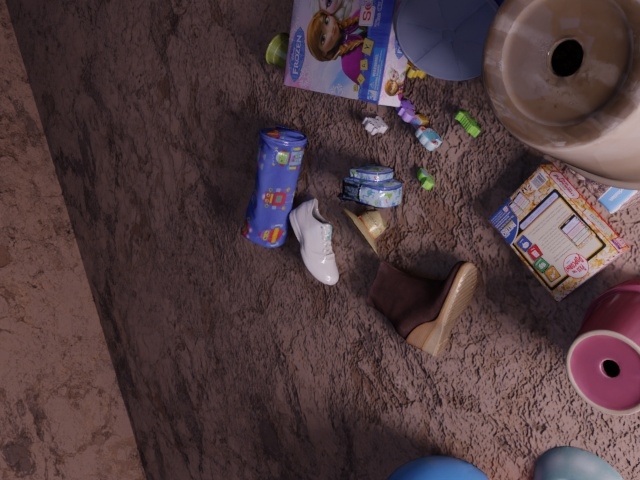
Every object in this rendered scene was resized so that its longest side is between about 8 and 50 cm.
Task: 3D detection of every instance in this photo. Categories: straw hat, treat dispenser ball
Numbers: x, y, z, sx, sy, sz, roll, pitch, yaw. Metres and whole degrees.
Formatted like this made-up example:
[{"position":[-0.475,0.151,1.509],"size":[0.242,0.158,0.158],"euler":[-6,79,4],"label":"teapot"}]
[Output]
[{"position":[0.110,-0.036,1.378],"size":[0.061,0.144,0.144],"euler":[-37,67,2],"label":"straw hat"},{"position":[0.238,0.573,1.238],"size":[0.288,0.288,0.288],"euler":[15,111,44],"label":"treat dispenser ball"}]

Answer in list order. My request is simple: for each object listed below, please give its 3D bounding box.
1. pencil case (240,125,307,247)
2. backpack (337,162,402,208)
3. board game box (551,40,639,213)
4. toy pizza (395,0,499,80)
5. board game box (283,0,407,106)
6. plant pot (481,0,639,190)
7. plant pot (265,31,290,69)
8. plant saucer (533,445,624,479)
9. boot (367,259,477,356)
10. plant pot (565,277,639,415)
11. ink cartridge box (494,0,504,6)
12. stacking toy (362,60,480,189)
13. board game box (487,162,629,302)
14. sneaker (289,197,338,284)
[{"position":[-0.117,-0.133,1.557],"size":[0.133,0.119,0.306],"euler":[-110,30,-57],"label":"pencil case"},{"position":[0.113,-0.115,1.326],"size":[0.114,0.105,0.084],"euler":[23,117,35],"label":"backpack"},{"position":[0.434,-0.228,0.927],"size":[0.291,0.141,0.232],"euler":[54,133,23],"label":"board game box"},{"position":[0.231,-0.374,1.124],"size":[0.201,0.032,0.201],"euler":[18,145,13],"label":"toy pizza"},{"position":[0.057,-0.455,1.284],"size":[0.318,0.065,0.319],"euler":[25,112,47],"label":"board game box"},{"position":[0.339,-0.208,0.725],"size":[0.323,0.280,0.323],"euler":[12,107,44],"label":"plant pot"},{"position":[-0.070,-0.427,1.468],"size":[0.079,0.083,0.083],"euler":[37,126,18],"label":"plant pot"},{"position":[0.470,0.476,1.152],"size":[0.195,0.037,0.195],"euler":[14,109,44],"label":"plant saucer"},{"position":[0.197,0.101,1.302],"size":[0.207,0.090,0.248],"euler":[39,130,31],"label":"boot"},{"position":[0.474,0.174,0.962],"size":[0.201,0.180,0.201],"euler":[16,112,44],"label":"plant pot"},{"position":[0.352,-0.466,1.024],"size":[0.097,0.046,0.207],"euler":[48,131,29],"label":"ink cartridge box"},{"position":[0.192,-0.230,1.251],"size":[0.221,0.052,0.167],"euler":[54,133,22],"label":"stacking toy"},{"position":[0.403,-0.013,1.088],"size":[0.193,0.045,0.147],"euler":[56,133,21],"label":"board game box"},{"position":[0.000,0.000,1.504],"size":[0.094,0.080,0.212],"euler":[-35,73,33],"label":"sneaker"}]
